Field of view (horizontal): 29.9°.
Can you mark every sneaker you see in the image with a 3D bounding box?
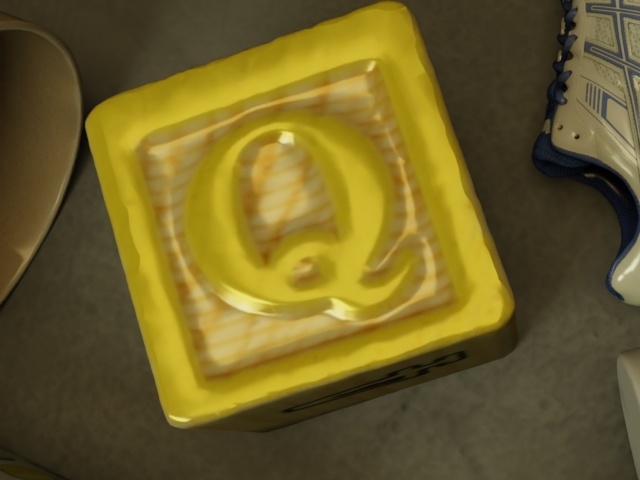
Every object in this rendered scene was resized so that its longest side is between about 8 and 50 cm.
[{"bbox_3d":[0.183,-0.103,0.746,0.131,0.112,0.296,-22,76,5],"label":"sneaker"}]

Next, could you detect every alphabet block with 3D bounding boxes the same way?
[{"bbox_3d":[0.000,0.000,0.713,0.193,0.197,0.192,-20,76,6],"label":"alphabet block"}]

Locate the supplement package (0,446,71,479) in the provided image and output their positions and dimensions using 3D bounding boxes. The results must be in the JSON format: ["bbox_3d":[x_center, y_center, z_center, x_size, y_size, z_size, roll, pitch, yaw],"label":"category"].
[{"bbox_3d":[-0.182,0.254,0.723,0.262,0.145,0.204,22,84,12],"label":"supplement package"}]

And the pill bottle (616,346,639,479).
[{"bbox_3d":[0.342,0.092,0.642,0.334,0.188,0.187,-14,77,7],"label":"pill bottle"}]

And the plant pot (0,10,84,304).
[{"bbox_3d":[-0.338,-0.076,0.756,0.274,0.256,0.256,28,85,15],"label":"plant pot"}]
